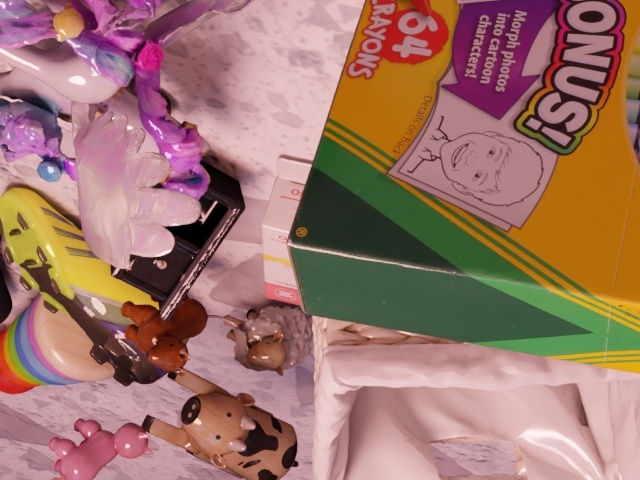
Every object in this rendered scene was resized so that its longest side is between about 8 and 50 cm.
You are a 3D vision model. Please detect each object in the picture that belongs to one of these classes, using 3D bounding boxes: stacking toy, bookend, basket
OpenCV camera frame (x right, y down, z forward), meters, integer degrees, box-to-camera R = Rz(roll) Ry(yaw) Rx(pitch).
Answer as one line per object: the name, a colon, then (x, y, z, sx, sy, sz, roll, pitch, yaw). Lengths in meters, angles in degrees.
stacking toy: (-0.349, 0.136, 2.030, 0.141, 0.141, 0.330, 29, 154, -19)
bookend: (-0.186, -0.024, 1.638, 0.157, 0.072, 0.156, 30, 107, -20)
basket: (0.153, 0.084, 1.466, 0.328, 0.266, 0.331, -1, 149, -2)

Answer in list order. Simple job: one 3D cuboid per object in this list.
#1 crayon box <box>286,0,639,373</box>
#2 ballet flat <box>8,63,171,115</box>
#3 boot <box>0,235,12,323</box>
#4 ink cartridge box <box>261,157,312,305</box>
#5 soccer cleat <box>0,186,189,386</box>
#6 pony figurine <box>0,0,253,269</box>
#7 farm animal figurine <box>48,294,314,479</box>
crayon box: (0.177, -0.095, 1.122, 0.313, 0.363, 0.106, 9, 149, 14)
ballet flat: (-0.229, -0.149, 1.554, 0.173, 0.049, 0.057, 22, 149, -9)
boot: (-0.505, 0.023, 1.937, 0.246, 0.094, 0.207, 11, 146, -2)
ink cartridge box: (0.000, 0.000, 1.667, 0.115, 0.067, 0.198, 12, 149, 8)
soccer cleat: (-0.266, 0.042, 1.853, 0.289, 0.121, 0.093, 51, 146, -14)
pony figurine: (-0.198, -0.153, 1.356, 0.363, 0.303, 0.351, 35, 167, -19)
farm animal figurine: (-0.133, 0.231, 1.775, 0.172, 0.330, 0.327, 21, -173, 35)
